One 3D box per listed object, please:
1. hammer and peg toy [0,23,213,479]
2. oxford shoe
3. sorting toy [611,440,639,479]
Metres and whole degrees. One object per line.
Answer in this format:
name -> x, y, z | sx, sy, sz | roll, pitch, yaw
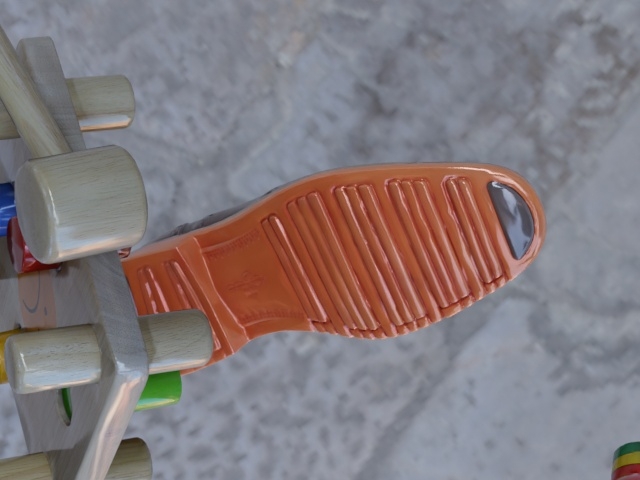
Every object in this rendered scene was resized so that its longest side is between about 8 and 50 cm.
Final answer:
hammer and peg toy -> -0.165, 0.002, 1.077 | 0.127, 0.266, 0.361 | -8, 150, -24
oxford shoe -> 0.000, 0.000, 1.241 | 0.363, 0.133, 0.130 | -12, 107, 25
sorting toy -> 0.269, 0.107, 0.932 | 0.132, 0.046, 0.274 | 18, 144, -5
